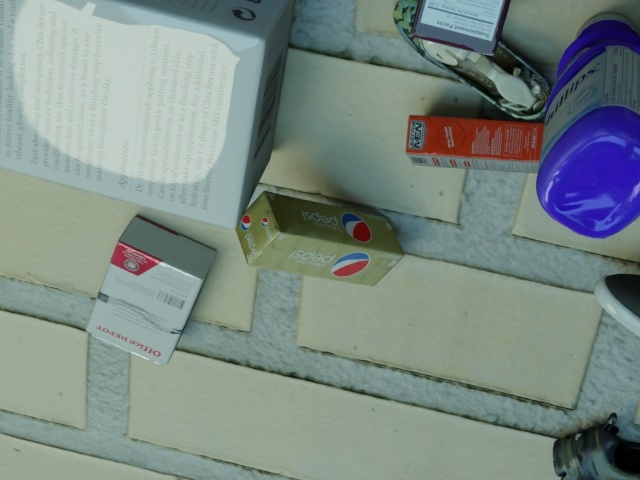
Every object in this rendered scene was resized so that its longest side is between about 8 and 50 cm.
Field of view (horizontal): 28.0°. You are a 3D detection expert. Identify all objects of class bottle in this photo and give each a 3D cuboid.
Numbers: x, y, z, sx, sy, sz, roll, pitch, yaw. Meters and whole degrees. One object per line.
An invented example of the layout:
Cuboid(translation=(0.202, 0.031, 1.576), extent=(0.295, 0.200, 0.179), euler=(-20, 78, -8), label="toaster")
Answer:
Cuboid(translation=(0.256, -0.119, 1.152), extent=(0.092, 0.283, 0.118), euler=(30, 126, -7), label="bottle")

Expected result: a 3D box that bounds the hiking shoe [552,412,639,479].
Cuboid(translation=(0.383, 0.304, 1.525), extent=(0.227, 0.086, 0.114), euler=(43, 124, -16), label="hiking shoe")

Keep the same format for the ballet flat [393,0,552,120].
Cuboid(translation=(0.156, -0.182, 1.267), extent=(0.188, 0.070, 0.070), euler=(31, 125, -10), label="ballet flat")

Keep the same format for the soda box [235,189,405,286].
Cuboid(translation=(0.000, 0.000, 1.376), extent=(0.181, 0.058, 0.061), euler=(10, 136, -40), label="soda box")

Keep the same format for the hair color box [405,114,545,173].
Cuboid(translation=(0.162, -0.098, 1.314), extent=(0.141, 0.072, 0.043), euler=(4, 84, 10), label="hair color box")

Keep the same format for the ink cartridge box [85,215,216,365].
Cuboid(translation=(-0.202, 0.061, 1.522), extent=(0.109, 0.063, 0.150), euler=(24, 126, -3), label="ink cartridge box")

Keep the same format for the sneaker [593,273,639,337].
Cuboid(translation=(0.443, 0.056, 1.339), extent=(0.296, 0.104, 0.147), euler=(18, 124, -6), label="sneaker")

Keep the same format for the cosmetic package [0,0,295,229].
Cuboid(translation=(-0.268, -0.195, 1.306), extent=(0.453, 0.161, 0.230), euler=(15, 126, 4), label="cosmetic package")

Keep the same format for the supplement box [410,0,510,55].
Cuboid(translation=(0.146, -0.273, 1.160), extent=(0.081, 0.104, 0.188), euler=(15, 110, 5), label="supplement box")
